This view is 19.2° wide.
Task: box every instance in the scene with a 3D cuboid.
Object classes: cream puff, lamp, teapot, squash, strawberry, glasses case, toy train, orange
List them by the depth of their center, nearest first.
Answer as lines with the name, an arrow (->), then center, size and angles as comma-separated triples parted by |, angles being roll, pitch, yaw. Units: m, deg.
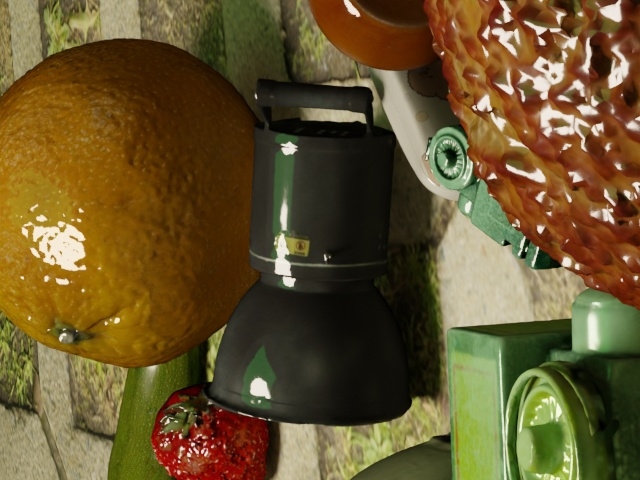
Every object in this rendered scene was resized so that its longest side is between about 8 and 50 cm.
cream puff -> 0.163, -0.117, 0.841 | 0.350, 0.229, 0.350 | 24, 117, 61
toy train -> 0.153, 0.154, 0.981 | 0.188, 0.159, 0.271 | -172, 79, -71
toy train -> 0.127, -0.076, 1.104 | 0.111, 0.071, 0.170 | 38, 127, 38
teapot -> 0.048, -0.152, 1.179 | 0.116, 0.173, 0.116 | -63, 2, 3
glasses case -> 0.074, -0.092, 1.224 | 0.041, 0.063, 0.164 | 109, 149, -48
lamp -> 0.000, 0.000, 1.316 | 0.172, 0.147, 0.227 | -36, -50, -77
orange -> -0.159, -0.026, 1.506 | 0.264, 0.264, 0.264 | 177, 90, -65
strawberry -> -0.089, 0.168, 1.574 | 0.106, 0.106, 0.106 | 177, 90, -65
squash -> -0.153, 0.175, 1.743 | 0.080, 0.071, 0.318 | -61, -15, -54

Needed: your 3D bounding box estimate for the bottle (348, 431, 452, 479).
bottle -> 0.081, 0.289, 1.130 | 0.168, 0.168, 0.347 | 179, 88, -65
